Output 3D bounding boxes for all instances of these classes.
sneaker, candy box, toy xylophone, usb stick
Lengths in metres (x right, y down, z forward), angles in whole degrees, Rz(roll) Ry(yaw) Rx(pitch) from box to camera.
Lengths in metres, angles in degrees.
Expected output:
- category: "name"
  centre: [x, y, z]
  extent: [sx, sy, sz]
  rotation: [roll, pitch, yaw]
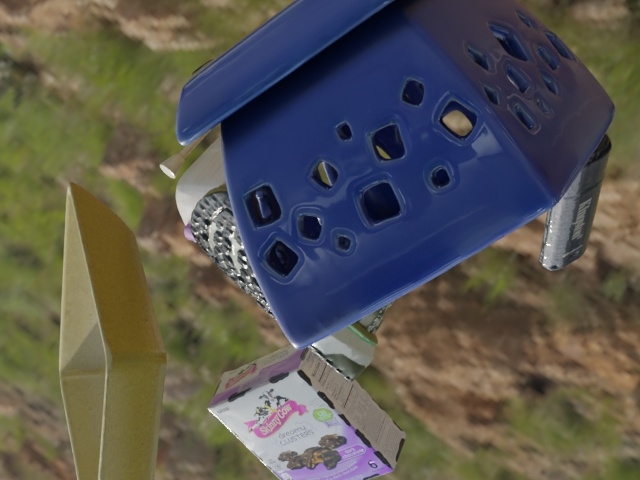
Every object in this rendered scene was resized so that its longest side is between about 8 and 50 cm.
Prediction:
- category: "sneaker"
  centre: [0.000, 0.000, 1.586]
  extent: [0.158, 0.182, 0.410]
  rotation: [38, 174, 23]
- category: "candy box"
  centre: [-0.017, 0.231, 1.963]
  extent: [0.165, 0.070, 0.196]
  rotation: [-27, 116, 37]
- category: "toy xylophone"
  centre: [-0.082, -0.131, 2.079]
  extent: [0.081, 0.322, 0.236]
  rotation: [53, 165, -26]
- category: "usb stick"
  centre: [0.318, -0.047, 1.931]
  extent: [0.045, 0.077, 0.278]
  rotation: [45, 161, 22]

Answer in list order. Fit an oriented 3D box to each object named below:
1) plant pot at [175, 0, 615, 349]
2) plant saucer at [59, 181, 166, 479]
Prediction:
- category: "plant pot"
  centre: [0.048, -0.092, 1.125]
  extent: [0.236, 0.236, 0.212]
  rotation: [-33, 96, 28]
- category: "plant saucer"
  centre: [-0.251, 0.151, 1.844]
  extent: [0.333, 0.081, 0.333]
  rotation: [-111, 24, -48]
